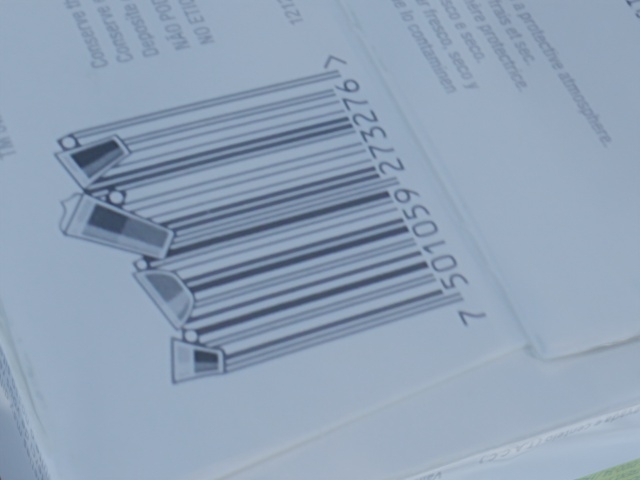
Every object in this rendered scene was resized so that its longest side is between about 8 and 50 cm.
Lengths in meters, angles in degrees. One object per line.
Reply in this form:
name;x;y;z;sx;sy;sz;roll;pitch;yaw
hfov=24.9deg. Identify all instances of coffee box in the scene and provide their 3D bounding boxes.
coffee box;0.000;0.000;0.609;0.334;0.338;0.337;108;-38;-56
